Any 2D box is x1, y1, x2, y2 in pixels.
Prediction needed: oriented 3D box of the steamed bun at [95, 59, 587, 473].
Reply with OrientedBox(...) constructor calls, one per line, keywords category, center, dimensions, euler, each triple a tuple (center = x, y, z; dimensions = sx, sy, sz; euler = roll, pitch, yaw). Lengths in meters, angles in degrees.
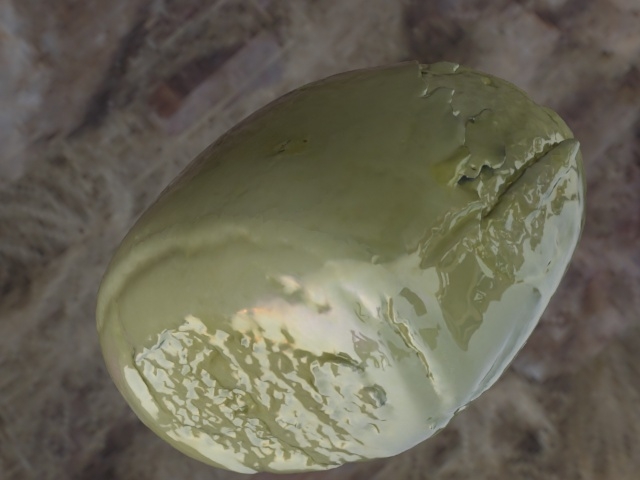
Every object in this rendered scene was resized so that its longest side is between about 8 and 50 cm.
OrientedBox(category="steamed bun", center=(0.000, 0.000, 0.887), dimensions=(0.273, 0.166, 0.232), euler=(-16, -149, 50))
